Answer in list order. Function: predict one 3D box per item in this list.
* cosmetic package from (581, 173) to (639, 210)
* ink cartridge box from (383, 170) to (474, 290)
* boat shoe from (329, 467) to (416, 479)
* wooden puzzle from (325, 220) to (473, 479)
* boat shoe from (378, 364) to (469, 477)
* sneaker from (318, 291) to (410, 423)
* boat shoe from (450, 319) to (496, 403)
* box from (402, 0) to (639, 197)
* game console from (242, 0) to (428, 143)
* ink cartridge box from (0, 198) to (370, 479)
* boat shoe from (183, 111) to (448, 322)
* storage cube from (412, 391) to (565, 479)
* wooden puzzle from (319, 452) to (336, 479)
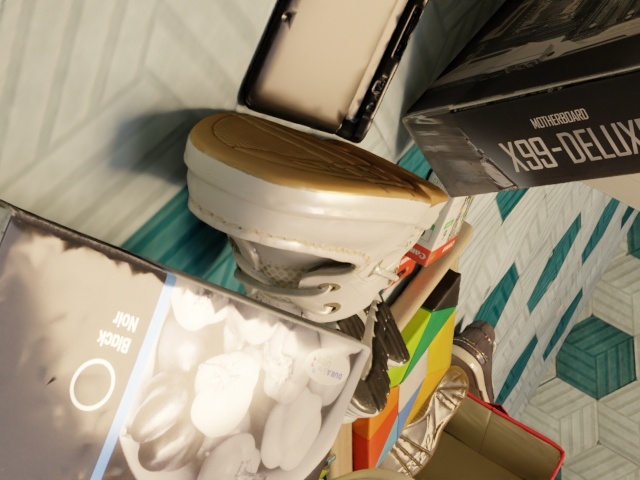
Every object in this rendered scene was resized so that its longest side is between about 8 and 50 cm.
[{"bbox_3d":[0.318,-0.144,0.988,0.138,0.224,0.224,-26,141,-61],"label":"cosmetic package"},{"bbox_3d":[0.094,-0.008,0.912,0.063,0.029,0.115,-28,143,-59],"label":"ink cartridge box"},{"bbox_3d":[-0.020,0.286,0.749,0.340,0.127,0.158,-56,168,9],"label":"boat shoe"},{"bbox_3d":[0.075,0.123,1.038,0.221,0.044,0.238,-49,159,-31],"label":"wooden puzzle"},{"bbox_3d":[0.095,0.192,1.159,0.153,0.056,0.048,-54,-154,-17],"label":"boat shoe"},{"bbox_3d":[-0.002,0.072,0.730,0.094,0.081,0.208,-26,-178,15],"label":"sneaker"},{"bbox_3d":[0.191,0.161,1.355,0.065,0.075,0.206,-51,155,-17],"label":"boat shoe"},{"bbox_3d":[0.232,-0.160,0.741,0.307,0.242,0.076,-49,116,-31],"label":"box"},{"bbox_3d":[0.013,-0.119,0.562,0.107,0.071,0.122,-104,-142,-72],"label":"game console"},{"bbox_3d":[-0.088,0.109,0.425,0.206,0.045,0.208,25,86,-49],"label":"ink cartridge box"},{"bbox_3d":[0.000,0.000,0.568,0.096,0.098,0.277,-64,163,7],"label":"boat shoe"},{"bbox_3d":[0.140,0.290,1.236,0.215,0.184,0.193,-53,161,-22],"label":"storage cube"},{"bbox_3d":[-0.016,0.216,0.964,0.083,0.006,0.049,-46,158,1],"label":"wooden puzzle"}]
